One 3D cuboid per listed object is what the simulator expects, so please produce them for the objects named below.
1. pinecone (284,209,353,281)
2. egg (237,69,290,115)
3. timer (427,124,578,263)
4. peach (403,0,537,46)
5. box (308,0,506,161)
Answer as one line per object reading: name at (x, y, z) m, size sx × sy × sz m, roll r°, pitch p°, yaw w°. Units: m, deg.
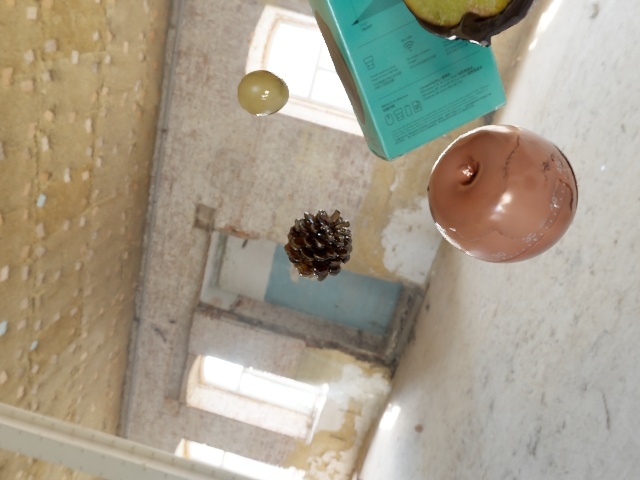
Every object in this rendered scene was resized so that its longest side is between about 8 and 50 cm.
pinecone at (0.000, 0.000, 1.572) m, size 0.221 × 0.221 × 0.222 m, roll 16°, pitch -90°, yaw -88°
egg at (-0.097, -0.259, 0.888) m, size 0.080 × 0.096 × 0.080 m, roll 9°, pitch -100°, yaw -59°
timer at (0.300, -0.076, 0.847) m, size 0.229 × 0.214 × 0.230 m, roll -24°, pitch 58°, yaw 45°
peach at (0.116, -0.302, 0.434) m, size 0.189 × 0.068 × 0.279 m, roll -25°, pitch 85°, yaw 64°
box at (0.116, -0.298, 0.730) m, size 0.311 × 0.205 × 0.118 m, roll 64°, pitch 176°, yaw -21°
